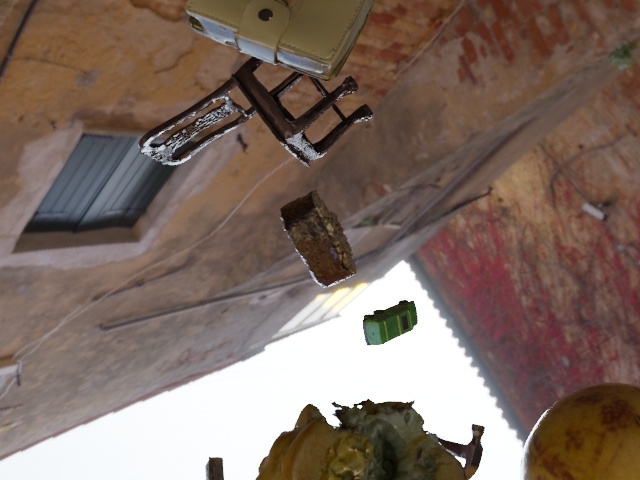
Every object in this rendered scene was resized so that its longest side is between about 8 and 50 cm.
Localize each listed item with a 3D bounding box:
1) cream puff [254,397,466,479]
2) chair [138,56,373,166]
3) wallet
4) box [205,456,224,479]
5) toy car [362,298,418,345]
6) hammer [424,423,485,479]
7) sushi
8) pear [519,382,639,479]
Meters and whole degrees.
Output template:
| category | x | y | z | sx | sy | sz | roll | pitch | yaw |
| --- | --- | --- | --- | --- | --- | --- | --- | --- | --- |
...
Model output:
| category | x | y | z | sx | sy | sz | roll | pitch | yaw |
| --- | --- | --- | --- | --- | --- | --- | --- | --- | --- |
| cream puff | 0.040 | 0.253 | 0.599 | 0.221 | 0.194 | 0.195 | 5 | -130 | -49 |
| chair | -0.072 | -0.122 | 0.730 | 0.113 | 0.229 | 0.106 | 54 | -172 | 15 |
| wallet | -0.037 | -0.218 | 0.626 | 0.155 | 0.039 | 0.110 | 23 | -106 | 10 |
| box | -0.247 | 0.622 | 1.582 | 0.041 | 0.050 | 0.207 | 3 | -130 | -17 |
| toy car | 0.167 | 0.186 | 1.511 | 0.165 | 0.062 | 0.071 | -17 | -78 | -38 |
| hammer | 0.295 | 0.503 | 1.616 | 0.037 | 0.290 | 0.137 | 20 | -106 | -19 |
| sushi | 0.000 | 0.000 | 1.046 | 0.150 | 0.078 | 0.090 | 62 | -170 | -14 |
| pear | 0.436 | 0.347 | 0.963 | 0.280 | 0.281 | 0.281 | 29 | -144 | -24 |
